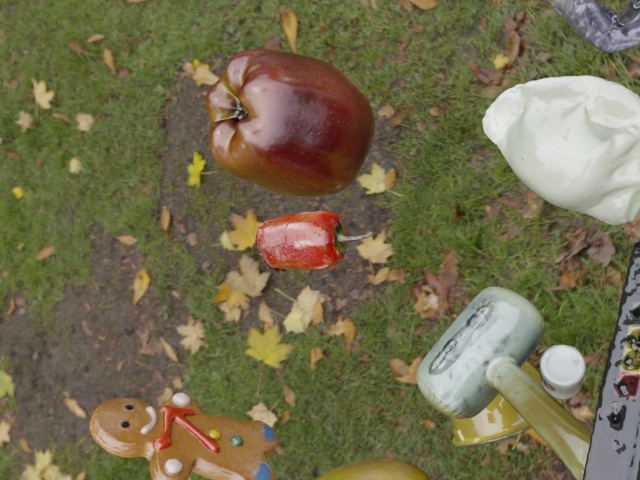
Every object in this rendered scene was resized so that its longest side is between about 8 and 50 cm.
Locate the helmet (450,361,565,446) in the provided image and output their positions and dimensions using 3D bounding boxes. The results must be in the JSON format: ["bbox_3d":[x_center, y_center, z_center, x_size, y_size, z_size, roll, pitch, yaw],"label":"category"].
[{"bbox_3d":[0.312,0.266,1.075,0.205,0.257,0.140,-25,79,22],"label":"helmet"}]

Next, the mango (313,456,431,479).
[{"bbox_3d":[0.034,0.276,0.605,0.194,0.130,0.092,-33,61,33],"label":"mango"}]

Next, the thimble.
[{"bbox_3d":[0.410,-0.345,0.829,0.150,0.098,0.150,1,125,1],"label":"thimble"}]

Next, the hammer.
[{"bbox_3d":[0.259,0.192,0.766,0.202,0.113,0.305,-53,28,4],"label":"hammer"}]

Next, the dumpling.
[{"bbox_3d":[0.353,-0.140,0.825,0.252,0.131,0.179,41,141,16],"label":"dumpling"}]

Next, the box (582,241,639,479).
[{"bbox_3d":[0.358,0.189,0.639,0.058,0.211,0.350,1,56,44],"label":"box"}]

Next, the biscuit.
[{"bbox_3d":[-0.222,0.334,1.010,0.324,0.205,0.049,19,110,-10],"label":"biscuit"}]

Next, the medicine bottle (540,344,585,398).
[{"bbox_3d":[0.329,0.180,0.816,0.057,0.089,0.057,-9,62,17],"label":"medicine bottle"}]

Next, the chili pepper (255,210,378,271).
[{"bbox_3d":[0.000,0.000,0.888,0.192,0.086,0.084,-7,59,30],"label":"chili pepper"}]

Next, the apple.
[{"bbox_3d":[-0.057,-0.225,1.172,0.288,0.317,0.288,-16,69,47],"label":"apple"}]
